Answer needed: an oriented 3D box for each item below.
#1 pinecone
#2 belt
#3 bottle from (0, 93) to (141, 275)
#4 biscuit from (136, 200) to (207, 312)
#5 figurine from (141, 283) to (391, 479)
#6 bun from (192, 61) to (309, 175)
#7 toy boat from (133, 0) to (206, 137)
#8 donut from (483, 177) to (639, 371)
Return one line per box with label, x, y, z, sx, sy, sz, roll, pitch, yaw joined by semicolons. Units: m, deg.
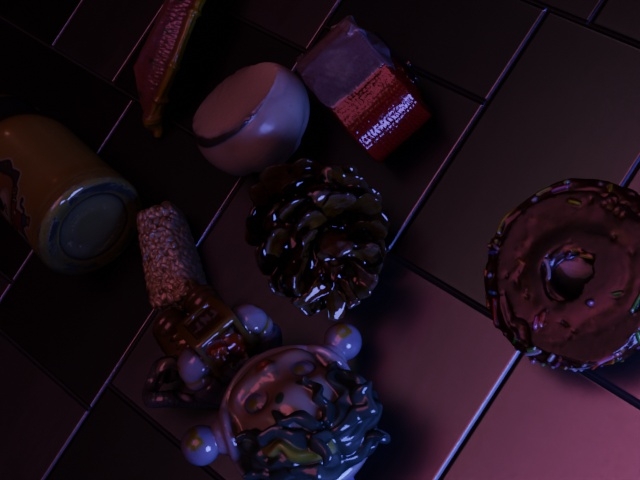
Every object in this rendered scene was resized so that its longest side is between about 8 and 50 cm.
pinecone;-0.005;-0.002;1.505;0.184;0.179;0.204;5;40;1
belt;0.063;-0.212;1.594;0.124;0.128;0.201;-41;60;8
bottle;-0.436;-0.102;1.810;0.351;0.171;0.171;38;91;37
biscuit;-0.211;0.027;1.680;0.070;0.082;0.168;-25;60;16
figurine;-0.069;0.181;1.485;0.261;0.186;0.382;-46;49;-7
bun;-0.085;-0.159;1.661;0.173;0.120;0.172;-30;32;22
toy boat;-0.211;-0.316;1.814;0.317;0.099;0.141;-62;15;-5
donut;0.305;0.046;1.380;0.235;0.089;0.235;-10;66;25
